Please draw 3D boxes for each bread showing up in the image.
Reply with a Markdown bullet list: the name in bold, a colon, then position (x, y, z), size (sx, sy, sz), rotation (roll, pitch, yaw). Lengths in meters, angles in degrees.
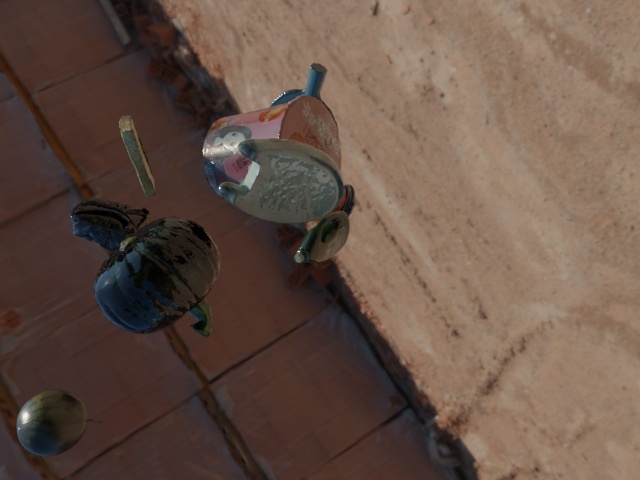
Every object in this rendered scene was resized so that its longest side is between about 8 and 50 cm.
- **bread**: position (-0.350, -0.160, 1.346), size (0.068, 0.028, 0.153), rotation (-116, 10, -53)

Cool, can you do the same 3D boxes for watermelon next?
- **watermelon**: position (-0.424, 0.296, 1.146), size (0.105, 0.133, 0.105), rotation (-7, 82, 61)

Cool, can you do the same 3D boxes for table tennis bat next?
- **table tennis bat**: position (-0.042, -0.323, 1.864), size (0.215, 0.044, 0.329), rotation (29, 135, 10)

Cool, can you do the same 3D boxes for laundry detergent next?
- **laundry detergent**: position (0.000, 0.000, 1.907), size (0.063, 0.211, 0.137), rotation (29, 126, 24)

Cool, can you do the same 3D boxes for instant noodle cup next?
- **instant noodle cup**: position (-0.112, -0.185, 1.533), size (0.231, 0.243, 0.242), rotation (0, 124, 32)
- **instant noodle cup**: position (0.006, -0.124, 2.191), size (0.126, 0.177, 0.208), rotation (30, 154, -23)

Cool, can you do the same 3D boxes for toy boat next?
- **toy boat**: position (-0.057, -0.097, 1.094), size (0.079, 0.208, 0.134), rotation (51, 124, 46)

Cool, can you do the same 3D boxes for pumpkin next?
- **pumpkin**: position (-0.286, 0.086, 1.330), size (0.248, 0.248, 0.248), rotation (53, 161, 27)

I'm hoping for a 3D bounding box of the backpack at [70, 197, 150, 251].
- **backpack**: position (-0.488, -0.034, 1.615), size (0.120, 0.165, 0.105), rotation (-63, -16, -61)
